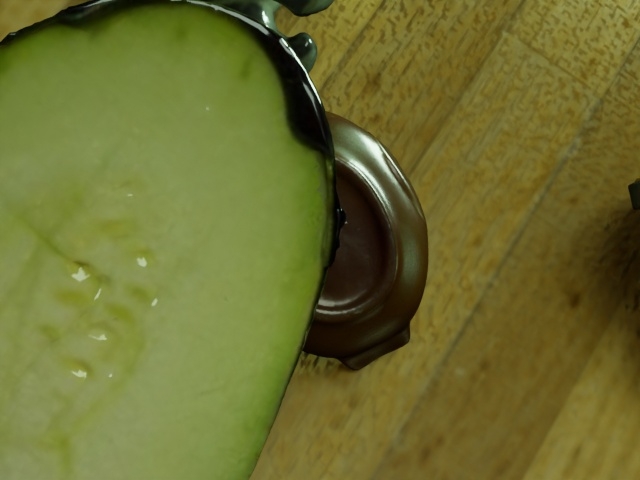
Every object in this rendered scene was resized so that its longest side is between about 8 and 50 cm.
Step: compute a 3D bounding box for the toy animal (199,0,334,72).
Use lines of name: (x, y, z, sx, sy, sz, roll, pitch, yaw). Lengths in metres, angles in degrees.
toy animal: (0.022, -0.221, 1.017, 0.168, 0.106, 0.343, 30, 54, 4)

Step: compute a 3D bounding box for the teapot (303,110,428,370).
teapot: (0.000, 0.000, 0.926, 0.098, 0.078, 0.129, -31, 95, -1)

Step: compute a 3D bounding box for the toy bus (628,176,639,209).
toy bus: (0.262, 0.002, 0.950, 0.209, 0.126, 0.136, -13, 88, 12)

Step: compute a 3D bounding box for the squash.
squash: (-0.113, 0.006, 0.838, 0.236, 0.155, 0.204, 25, 59, -9)
